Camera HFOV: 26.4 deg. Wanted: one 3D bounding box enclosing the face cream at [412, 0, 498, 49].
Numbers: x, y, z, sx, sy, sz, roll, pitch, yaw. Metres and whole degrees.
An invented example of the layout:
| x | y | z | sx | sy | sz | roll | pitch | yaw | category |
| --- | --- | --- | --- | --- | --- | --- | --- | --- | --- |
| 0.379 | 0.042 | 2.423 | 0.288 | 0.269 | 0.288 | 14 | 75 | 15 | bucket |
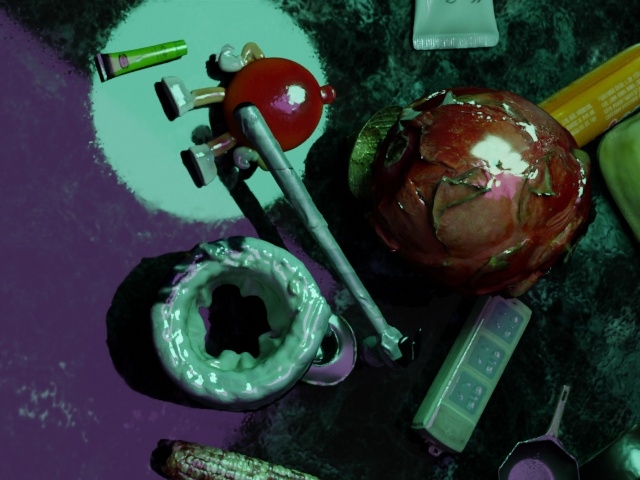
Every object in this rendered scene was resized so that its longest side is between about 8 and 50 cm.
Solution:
| x | y | z | sx | sy | sz | roll | pitch | yaw | category |
| --- | --- | --- | --- | --- | --- | --- | --- | --- | --- |
| 0.190 | -0.441 | 2.008 | 0.143 | 0.089 | 0.314 | -7 | 98 | -23 | face cream |

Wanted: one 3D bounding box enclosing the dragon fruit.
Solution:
| x | y | z | sx | sy | sz | roll | pitch | yaw | category |
| --- | --- | --- | --- | --- | --- | --- | --- | --- | --- |
| 0.216 | -0.063 | 1.868 | 0.301 | 0.295 | 0.296 | 21 | 77 | -28 | dragon fruit |

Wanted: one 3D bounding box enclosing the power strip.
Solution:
| x | y | z | sx | sy | sz | roll | pitch | yaw | category |
| --- | --- | --- | --- | --- | --- | --- | --- | --- | --- |
| 0.220 | 0.184 | 1.968 | 0.078 | 0.052 | 0.272 | 35 | 73 | -15 | power strip |

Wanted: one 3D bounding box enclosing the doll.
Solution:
| x | y | z | sx | sy | sz | roll | pitch | yaw | category |
| --- | --- | --- | --- | --- | --- | --- | --- | --- | --- |
| -0.090 | -0.184 | 1.862 | 0.217 | 0.085 | 0.183 | -21 | 93 | -5 | doll |

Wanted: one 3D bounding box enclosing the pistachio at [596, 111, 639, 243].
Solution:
| x | y | z | sx | sy | sz | roll | pitch | yaw | category |
| --- | --- | --- | --- | --- | --- | --- | --- | --- | --- |
| 0.549 | -0.092 | 2.076 | 0.212 | 0.163 | 0.260 | -25 | 99 | 9 | pistachio |

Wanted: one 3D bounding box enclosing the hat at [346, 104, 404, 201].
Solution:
| x | y | z | sx | sy | sz | roll | pitch | yaw | category |
| --- | --- | --- | --- | --- | --- | --- | --- | --- | --- |
| 0.062 | -0.135 | 1.932 | 0.146 | 0.067 | 0.146 | -34 | 138 | -37 | hat |

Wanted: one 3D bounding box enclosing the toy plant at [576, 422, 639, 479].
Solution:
| x | y | z | sx | sy | sz | roll | pitch | yaw | category |
| --- | --- | --- | --- | --- | --- | --- | --- | --- | --- |
| 0.483 | 0.398 | 1.991 | 0.175 | 0.218 | 0.235 | -18 | 68 | -47 | toy plant |

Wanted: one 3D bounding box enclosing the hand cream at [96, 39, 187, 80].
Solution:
| x | y | z | sx | sy | sz | roll | pitch | yaw | category |
| --- | --- | --- | --- | --- | --- | --- | --- | --- | --- |
| -0.239 | -0.246 | 1.835 | 0.122 | 0.023 | 0.036 | -17 | 95 | -19 | hand cream |

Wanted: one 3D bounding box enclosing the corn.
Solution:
| x | y | z | sx | sy | sz | roll | pitch | yaw | category |
| --- | --- | --- | --- | --- | --- | --- | --- | --- | --- |
| -0.095 | 0.322 | 1.816 | 0.237 | 0.079 | 0.079 | 23 | 77 | -16 | corn |

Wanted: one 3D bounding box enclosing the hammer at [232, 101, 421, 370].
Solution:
| x | y | z | sx | sy | sz | roll | pitch | yaw | category |
| --- | --- | --- | --- | --- | --- | --- | --- | --- | --- |
| 0.001 | -0.001 | 1.839 | 0.044 | 0.152 | 0.427 | -37 | 100 | -22 | hammer |

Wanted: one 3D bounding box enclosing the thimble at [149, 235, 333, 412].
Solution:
| x | y | z | sx | sy | sz | roll | pitch | yaw | category |
| --- | --- | --- | --- | --- | --- | --- | --- | --- | --- |
| -0.101 | 0.108 | 1.766 | 0.237 | 0.150 | 0.237 | 1 | 80 | -4 | thimble |

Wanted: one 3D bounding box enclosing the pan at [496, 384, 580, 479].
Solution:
| x | y | z | sx | sy | sz | roll | pitch | yaw | category |
| --- | --- | --- | --- | --- | --- | --- | --- | --- | --- |
| 0.335 | 0.327 | 1.999 | 0.128 | 0.048 | 0.202 | 43 | 75 | -9 | pan |

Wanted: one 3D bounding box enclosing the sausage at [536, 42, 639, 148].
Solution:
| x | y | z | sx | sy | sz | roll | pitch | yaw | category |
| --- | --- | --- | --- | --- | --- | --- | --- | --- | --- |
| 0.429 | -0.217 | 2.073 | 0.312 | 0.093 | 0.093 | -32 | 98 | -22 | sausage |

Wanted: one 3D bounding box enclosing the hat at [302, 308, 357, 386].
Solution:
| x | y | z | sx | sy | sz | roll | pitch | yaw | category |
| --- | --- | --- | --- | --- | --- | --- | --- | --- | --- |
| -0.009 | 0.147 | 1.877 | 0.121 | 0.050 | 0.121 | 4 | 76 | -16 | hat |
